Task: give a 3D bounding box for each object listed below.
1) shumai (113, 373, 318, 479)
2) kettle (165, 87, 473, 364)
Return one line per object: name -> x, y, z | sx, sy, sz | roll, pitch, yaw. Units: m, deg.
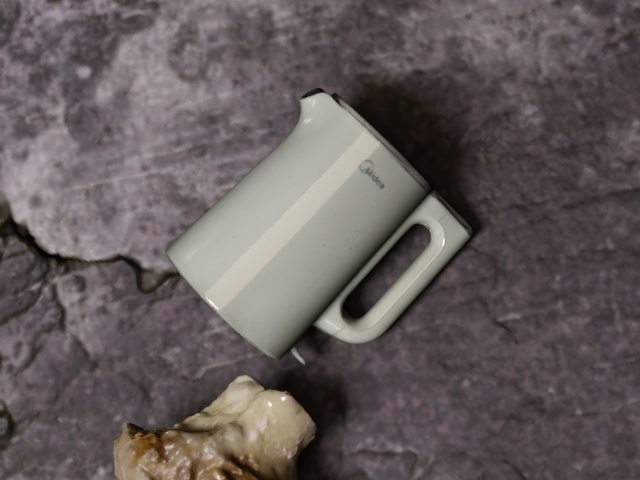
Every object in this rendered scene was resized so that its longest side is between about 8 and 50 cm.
shumai -> -0.051, 0.142, 1.105 | 0.116, 0.145, 0.145 | -41, 79, -5
kettle -> -0.002, -0.002, 1.121 | 0.148, 0.098, 0.127 | -45, 73, 1
